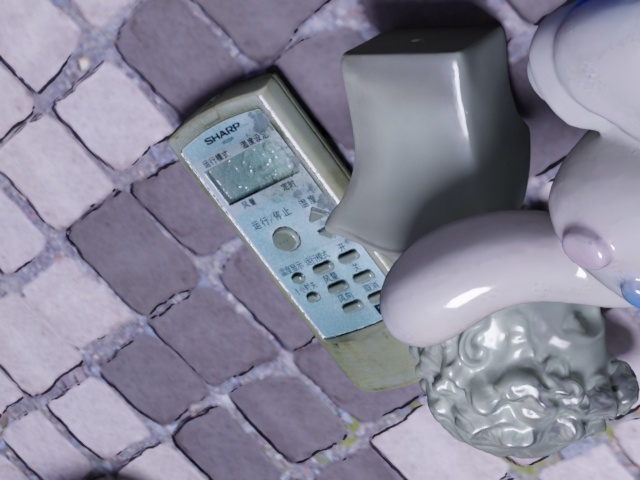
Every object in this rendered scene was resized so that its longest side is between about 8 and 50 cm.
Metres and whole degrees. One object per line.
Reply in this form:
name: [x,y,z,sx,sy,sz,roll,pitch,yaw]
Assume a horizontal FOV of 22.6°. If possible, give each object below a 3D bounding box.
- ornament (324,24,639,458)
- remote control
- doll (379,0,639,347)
ornament: [0.085,0.007,0.948,0.130,0.120,0.285,-12,116,37]
remote control: [0.000,0.000,1.047,0.098,0.038,0.233,-24,109,39]
doll: [0.193,-0.089,0.727,0.376,0.187,0.365,-9,116,4]
